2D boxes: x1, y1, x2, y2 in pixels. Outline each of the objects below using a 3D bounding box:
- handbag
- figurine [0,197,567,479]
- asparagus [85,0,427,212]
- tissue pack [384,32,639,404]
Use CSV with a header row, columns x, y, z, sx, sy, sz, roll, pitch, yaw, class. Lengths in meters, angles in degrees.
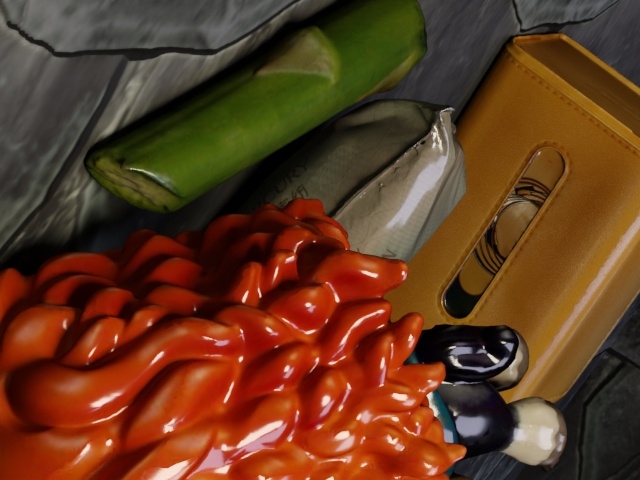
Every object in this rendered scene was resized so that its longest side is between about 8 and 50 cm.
x,y,z,sx,sy,sz,roll,pitch,yaw,class
0.000,0.000,1.240,0.270,0.117,0.182,-44,173,11,handbag
-0.035,0.123,1.092,0.306,0.241,0.412,-20,157,21,figurine
-0.029,-0.083,1.102,0.278,0.060,0.067,-36,167,-39,asparagus
0.183,-0.011,1.560,0.274,0.194,0.145,-59,161,22,tissue pack
